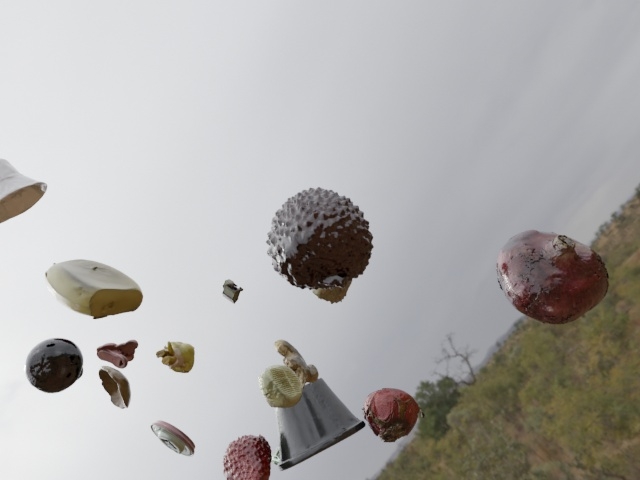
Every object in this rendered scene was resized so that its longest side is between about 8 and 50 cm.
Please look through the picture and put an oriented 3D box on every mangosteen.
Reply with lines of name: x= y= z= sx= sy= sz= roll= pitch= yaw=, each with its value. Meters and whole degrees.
mangosteen: x=-0.725 y=0.342 z=1.319 sx=0.152 sy=0.152 sz=0.153 roll=-38 pitch=-26 yaw=-22

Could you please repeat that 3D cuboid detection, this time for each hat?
hat: x=-0.858 y=-0.140 z=1.283 sx=0.203 sy=0.126 sz=0.203 roll=-35 pitch=4 yaw=3

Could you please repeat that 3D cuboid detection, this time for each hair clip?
hair clip: x=-0.843 y=0.462 z=1.991 sx=0.102 sy=0.138 sz=0.123 roll=-65 pitch=-6 yaw=-65

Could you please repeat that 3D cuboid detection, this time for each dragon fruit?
dragon fruit: x=0.273 y=0.696 z=1.847 sx=0.218 sy=0.223 sz=0.148 roll=-42 pitch=13 yaw=21

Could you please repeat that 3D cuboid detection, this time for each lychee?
lychee: x=0.000 y=0.000 z=1.379 sx=0.305 sy=0.331 sz=0.306 roll=-13 pitch=-33 yaw=-9

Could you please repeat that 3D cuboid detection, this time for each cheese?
cheese: x=-0.754 y=0.144 z=1.565 sx=0.259 sy=0.315 sz=0.128 roll=15 pitch=-87 yaw=-61

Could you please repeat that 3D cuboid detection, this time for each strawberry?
strawberry: x=-0.256 y=0.858 z=1.798 sx=0.205 sy=0.244 sz=0.206 roll=-3 pitch=-82 yaw=-24

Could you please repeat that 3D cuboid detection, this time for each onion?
onion: x=0.550 y=0.070 z=1.135 sx=0.252 sy=0.252 sz=0.219 roll=-34 pitch=-34 yaw=-30

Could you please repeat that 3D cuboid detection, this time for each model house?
model house: x=-0.332 y=0.187 z=1.767 sx=0.057 sy=0.083 sz=0.058 roll=-13 pitch=-54 yaw=-60

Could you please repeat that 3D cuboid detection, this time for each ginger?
ginger: x=-0.085 y=0.377 z=1.498 sx=0.059 sy=0.214 sz=0.133 roll=-55 pitch=-33 yaw=7

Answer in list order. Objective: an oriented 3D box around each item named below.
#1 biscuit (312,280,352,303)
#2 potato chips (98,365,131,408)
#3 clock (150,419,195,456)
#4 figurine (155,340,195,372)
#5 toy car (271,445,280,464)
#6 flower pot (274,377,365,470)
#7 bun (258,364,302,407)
biscuit: x=0.064 y=0.177 z=2.051 sx=0.179 sy=0.084 sz=0.281 roll=-55 pitch=-24 yaw=2
potato chips: x=-0.764 y=0.550 z=1.811 sx=0.061 sy=0.195 sz=0.208 roll=-34 pitch=-46 yaw=-40
clock: x=-0.686 y=0.922 z=2.221 sx=0.056 sy=0.244 sz=0.245 roll=-57 pitch=-14 yaw=-40
figurine: x=-0.587 y=0.472 z=1.954 sx=0.131 sy=0.156 sz=0.246 roll=-43 pitch=-11 yaw=-6
toy car: x=-0.170 y=0.963 z=2.162 sx=0.093 sy=0.058 sz=0.186 roll=-51 pitch=9 yaw=-31
flower pot: x=-0.046 y=0.711 z=1.899 sx=0.379 sy=0.251 sz=0.379 roll=-24 pitch=-17 yaw=-8
bun: x=-0.102 y=0.362 z=1.176 sx=0.069 sy=0.115 sz=0.115 roll=-51 pitch=-23 yaw=25
